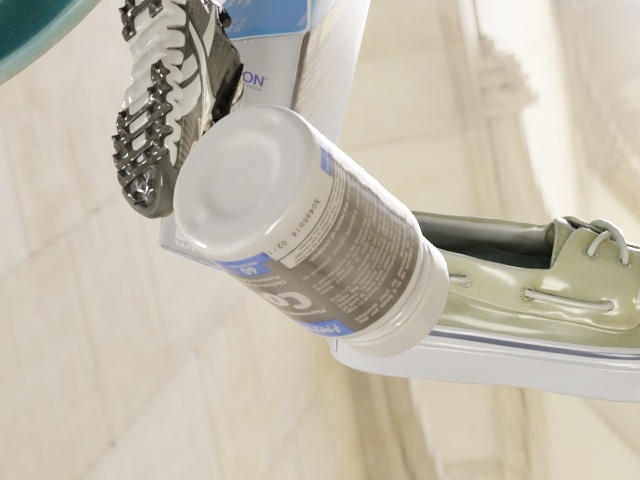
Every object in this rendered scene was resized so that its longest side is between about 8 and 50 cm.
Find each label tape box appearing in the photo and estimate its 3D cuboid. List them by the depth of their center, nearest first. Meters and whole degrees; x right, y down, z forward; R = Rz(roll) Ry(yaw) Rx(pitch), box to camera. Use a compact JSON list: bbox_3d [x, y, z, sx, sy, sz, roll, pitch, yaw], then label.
[{"bbox_3d":[-0.040,-0.175,1.749,0.115,0.347,0.249,18,-143,9],"label":"label tape box"}]

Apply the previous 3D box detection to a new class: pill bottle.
[{"bbox_3d":[0.000,0.000,0.885,0.078,0.078,0.137,-2,153,36],"label":"pill bottle"}]

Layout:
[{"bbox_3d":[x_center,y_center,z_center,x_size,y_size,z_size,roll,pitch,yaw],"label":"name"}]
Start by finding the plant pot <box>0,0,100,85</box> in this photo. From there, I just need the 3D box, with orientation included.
[{"bbox_3d":[-0.179,-0.187,0.546,0.272,0.271,0.255,-13,-158,-10],"label":"plant pot"}]

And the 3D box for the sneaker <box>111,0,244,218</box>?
[{"bbox_3d":[-0.104,-0.114,1.489,0.106,0.234,0.078,21,141,-33],"label":"sneaker"}]

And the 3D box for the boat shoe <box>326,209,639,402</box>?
[{"bbox_3d":[0.151,0.034,1.139,0.302,0.094,0.109,1,-155,2],"label":"boat shoe"}]
